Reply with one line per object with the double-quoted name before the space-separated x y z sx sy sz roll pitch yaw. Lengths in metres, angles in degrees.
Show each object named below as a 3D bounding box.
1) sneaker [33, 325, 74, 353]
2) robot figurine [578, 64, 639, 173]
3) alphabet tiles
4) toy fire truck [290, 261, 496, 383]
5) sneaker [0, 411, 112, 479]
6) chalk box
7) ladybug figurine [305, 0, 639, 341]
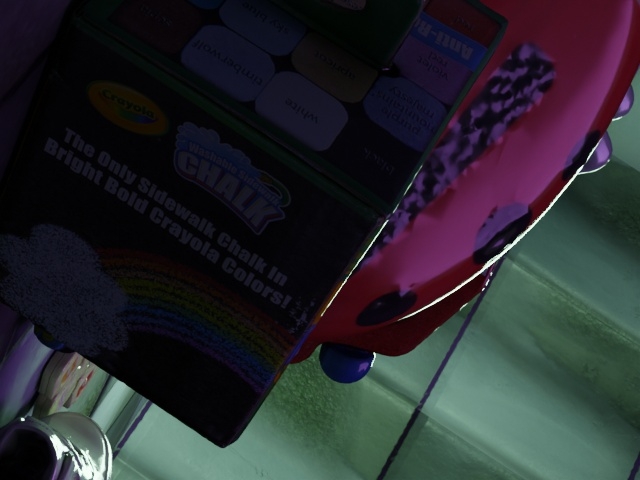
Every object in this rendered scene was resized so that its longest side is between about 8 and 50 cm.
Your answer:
"sneaker" -0.163 0.051 1.275 0.067 0.078 0.188 -57 179 7
"robot figurine" 0.135 -0.213 1.354 0.199 0.353 0.300 -9 -143 32
"alphabet tiles" -0.190 0.047 1.622 0.284 0.021 0.278 -57 177 -30
"toy fire truck" 0.000 0.000 1.477 0.169 0.302 0.254 -98 -153 -60
"sneaker" -0.238 0.208 1.445 0.152 0.114 0.305 -58 177 22
"chalk box" -0.034 -0.065 0.878 0.179 0.180 0.289 -56 180 -44
"ladybug figurine" 0.071 -0.102 1.147 0.449 0.305 0.162 -51 -146 -1
